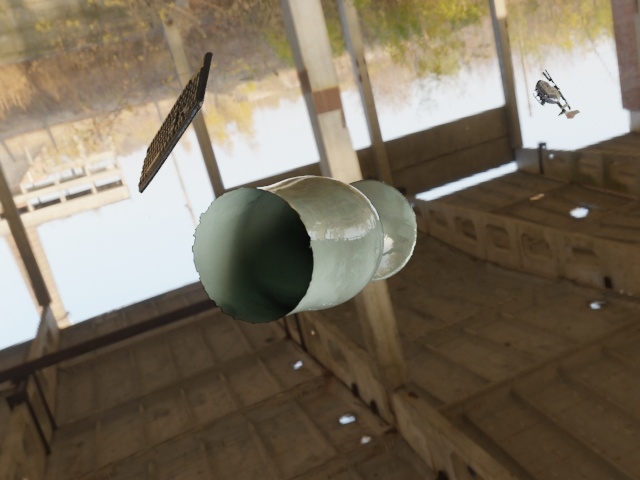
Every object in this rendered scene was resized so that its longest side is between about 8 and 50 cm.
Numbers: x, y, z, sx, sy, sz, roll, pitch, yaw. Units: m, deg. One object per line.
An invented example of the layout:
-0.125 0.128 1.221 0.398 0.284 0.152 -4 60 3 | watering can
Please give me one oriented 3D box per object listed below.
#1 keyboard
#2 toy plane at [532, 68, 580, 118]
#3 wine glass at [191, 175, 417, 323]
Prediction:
-0.246 -0.145 0.934 0.041 0.103 0.381 15 149 -21 | keyboard
0.476 -0.293 1.216 0.049 0.120 0.031 -29 162 -5 | toy plane
0.000 0.000 0.415 0.093 0.093 0.202 -8 -179 22 | wine glass
